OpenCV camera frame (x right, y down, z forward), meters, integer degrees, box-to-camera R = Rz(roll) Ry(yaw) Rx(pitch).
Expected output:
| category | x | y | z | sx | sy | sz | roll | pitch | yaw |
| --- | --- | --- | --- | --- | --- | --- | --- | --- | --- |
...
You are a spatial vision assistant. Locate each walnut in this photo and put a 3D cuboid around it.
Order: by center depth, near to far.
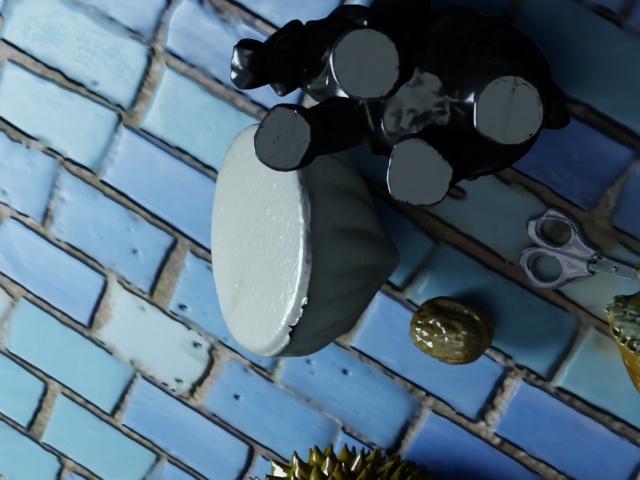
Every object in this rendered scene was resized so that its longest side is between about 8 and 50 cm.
| category | x | y | z | sx | sy | sz | roll | pitch | yaw |
| --- | --- | --- | --- | --- | --- | --- | --- | --- | --- |
| walnut | 0.149 | 0.102 | 1.926 | 0.096 | 0.079 | 0.083 | 15 | 121 | 28 |

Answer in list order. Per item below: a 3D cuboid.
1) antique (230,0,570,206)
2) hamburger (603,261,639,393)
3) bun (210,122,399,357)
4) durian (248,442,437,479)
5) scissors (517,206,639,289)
| category | x | y | z | sx | sy | sz | roll | pitch | yaw |
| --- | --- | --- | --- | --- | --- | --- | --- | --- | --- |
| antique | 0.088 | -0.146 | 1.705 | 0.322 | 0.255 | 0.185 | 14 | 113 | 12 |
| hamburger | 0.450 | 0.143 | 1.694 | 0.330 | 0.162 | 0.209 | 9 | 141 | 45 |
| bun | 0.000 | 0.000 | 1.888 | 0.263 | 0.175 | 0.263 | 0 | 90 | 62 |
| durian | 0.024 | 0.416 | 2.046 | 0.384 | 0.347 | 0.347 | -39 | 96 | 7 |
| scissors | 0.304 | 0.028 | 1.839 | 0.189 | 0.015 | 0.100 | 18 | 123 | 17 |
